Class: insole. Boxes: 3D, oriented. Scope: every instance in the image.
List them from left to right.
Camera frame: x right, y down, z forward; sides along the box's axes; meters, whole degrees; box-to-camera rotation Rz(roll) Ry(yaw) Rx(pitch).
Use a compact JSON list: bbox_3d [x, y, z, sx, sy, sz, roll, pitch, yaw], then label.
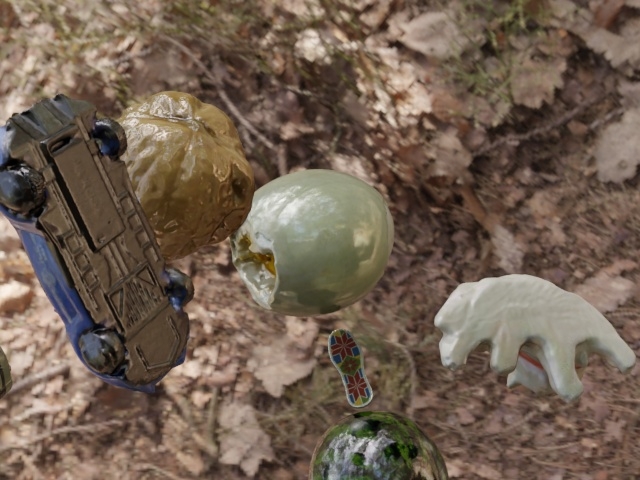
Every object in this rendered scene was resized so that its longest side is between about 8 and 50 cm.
[{"bbox_3d":[0.058,0.247,2.002,0.065,0.006,0.193,-23,48,6],"label":"insole"}]

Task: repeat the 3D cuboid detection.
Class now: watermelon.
[{"bbox_3d":[0.108,0.441,1.897,0.269,0.269,0.269,-9,72,30],"label":"watermelon"}]

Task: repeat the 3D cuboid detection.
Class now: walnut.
[{"bbox_3d":[-0.218,-0.082,1.480,0.257,0.257,0.224,-18,38,27],"label":"walnut"}]

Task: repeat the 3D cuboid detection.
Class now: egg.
[{"bbox_3d":[0.000,0.000,1.962,0.278,0.336,0.278,29,126,48],"label":"egg"}]

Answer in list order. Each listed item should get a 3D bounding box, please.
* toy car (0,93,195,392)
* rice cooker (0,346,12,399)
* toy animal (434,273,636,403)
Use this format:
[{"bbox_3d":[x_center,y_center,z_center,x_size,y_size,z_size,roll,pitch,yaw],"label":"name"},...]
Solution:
[{"bbox_3d":[-0.159,0.007,0.707,0.063,0.103,0.216,-8,113,34],"label":"toy car"},{"bbox_3d":[-0.722,0.260,1.938,0.226,0.226,0.244,-1,32,32],"label":"rice cooker"},{"bbox_3d":[0.319,0.180,1.730,0.308,0.188,0.266,-27,85,-23],"label":"toy animal"}]
